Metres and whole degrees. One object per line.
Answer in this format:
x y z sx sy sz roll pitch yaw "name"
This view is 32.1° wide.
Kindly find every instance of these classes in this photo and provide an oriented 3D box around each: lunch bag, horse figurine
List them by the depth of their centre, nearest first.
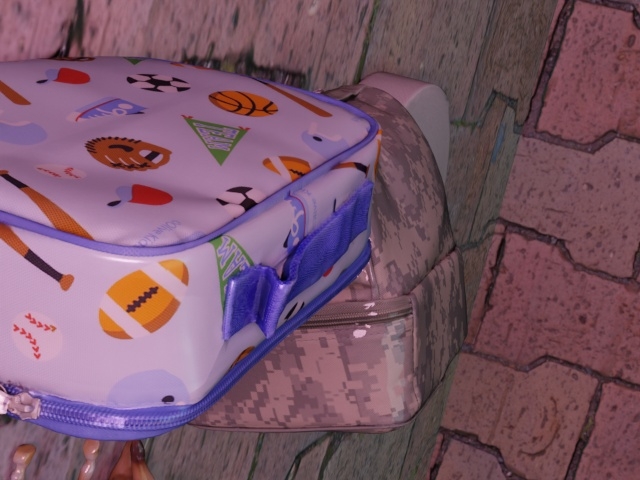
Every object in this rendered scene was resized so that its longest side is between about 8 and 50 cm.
-0.102 -0.012 0.566 0.303 0.243 0.115 -40 143 -61 "lunch bag"
-0.170 0.212 0.861 0.263 0.066 0.174 -36 134 -65 "horse figurine"
0.000 0.000 0.938 0.305 0.213 0.256 -27 114 -69 "lunch bag"

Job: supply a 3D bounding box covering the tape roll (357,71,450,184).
0.059 -0.007 1.327 0.392 0.072 0.392 18 90 -71 "tape roll"
